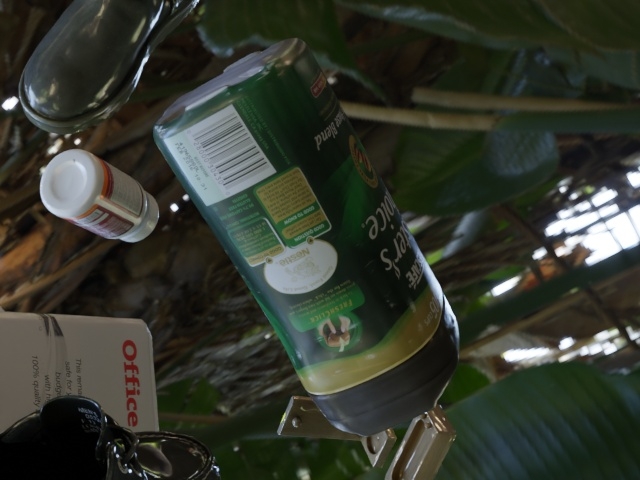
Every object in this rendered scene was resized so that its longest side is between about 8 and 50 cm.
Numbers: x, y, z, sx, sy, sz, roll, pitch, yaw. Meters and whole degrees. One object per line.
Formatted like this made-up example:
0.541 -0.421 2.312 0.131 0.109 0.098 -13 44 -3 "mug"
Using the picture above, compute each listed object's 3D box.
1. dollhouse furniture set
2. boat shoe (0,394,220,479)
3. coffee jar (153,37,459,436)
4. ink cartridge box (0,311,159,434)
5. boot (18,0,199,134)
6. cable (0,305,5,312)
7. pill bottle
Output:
0.047 0.219 1.125 0.123 0.144 0.151 10 -152 -24 "dollhouse furniture set"
-0.175 0.159 0.648 0.340 0.127 0.113 -2 -71 -53 "boat shoe"
0.000 0.000 0.481 0.184 0.079 0.096 60 -164 -16 "coffee jar"
-0.265 0.162 0.784 0.273 0.114 0.198 10 -110 -52 "ink cartridge box"
-0.129 -0.185 0.599 0.076 0.208 0.190 28 -114 3 "boot"
-0.513 0.146 1.404 0.089 0.257 0.257 -35 -102 -36 "cable"
-0.382 -0.072 1.739 0.221 0.121 0.121 37 -147 -65 "pill bottle"
